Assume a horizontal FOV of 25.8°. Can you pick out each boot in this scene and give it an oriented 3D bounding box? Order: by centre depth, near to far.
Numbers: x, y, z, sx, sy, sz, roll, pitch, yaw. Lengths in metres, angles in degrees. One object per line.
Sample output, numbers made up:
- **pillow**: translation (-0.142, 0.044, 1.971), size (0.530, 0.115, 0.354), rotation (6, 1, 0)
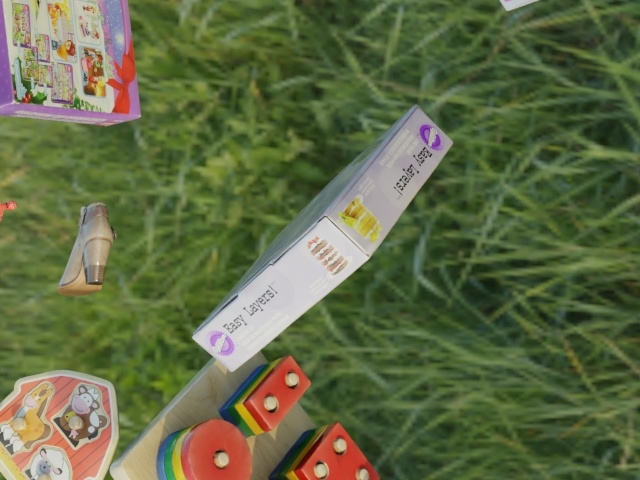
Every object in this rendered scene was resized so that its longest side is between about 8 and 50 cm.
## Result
- **boot**: translation (-0.248, 0.009, 1.480), size (0.118, 0.042, 0.087), rotation (-19, 67, 56)

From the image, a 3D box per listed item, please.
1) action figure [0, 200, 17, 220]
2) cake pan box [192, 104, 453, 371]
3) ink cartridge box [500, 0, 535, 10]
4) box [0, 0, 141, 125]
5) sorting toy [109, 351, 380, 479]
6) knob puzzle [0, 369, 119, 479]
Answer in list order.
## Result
- **action figure**: translation (-0.397, -0.030, 1.573), size (0.030, 0.115, 0.038), rotation (-36, -65, -84)
- **cake pan box**: translation (0.000, 0.000, 1.492), size (0.070, 0.246, 0.267), rotation (46, 129, -3)
- **ink cartridge box**: translation (0.195, -0.413, 1.554), size (0.311, 0.065, 0.186), rotation (56, 152, -14)
- **box**: translation (-0.286, -0.272, 1.464), size (0.057, 0.201, 0.293), rotation (-10, 85, 31)
- **sorting toy**: translation (-0.066, 0.269, 1.587), size (0.089, 0.255, 0.257), rotation (-24, 106, 44)
- **knob puzzle**: translation (-0.365, 0.262, 1.941), size (0.030, 0.213, 0.213), rotation (69, -169, -71)
